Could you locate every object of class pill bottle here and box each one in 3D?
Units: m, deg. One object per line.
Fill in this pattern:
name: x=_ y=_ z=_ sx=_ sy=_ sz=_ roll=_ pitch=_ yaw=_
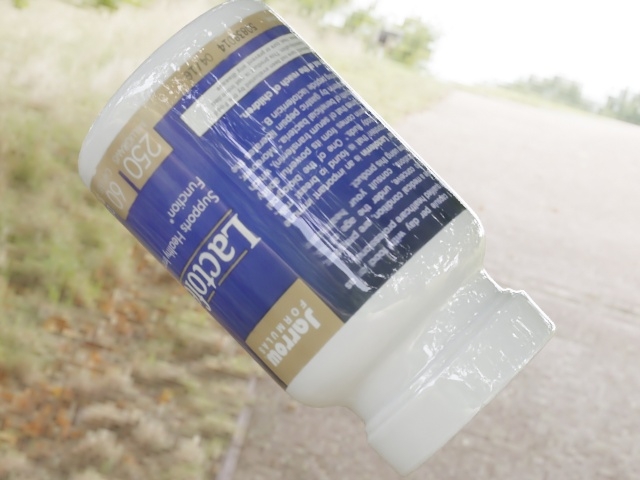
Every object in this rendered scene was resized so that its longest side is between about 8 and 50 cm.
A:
pill bottle: x=0.000 y=0.000 z=0.884 sx=0.264 sy=0.153 sz=0.153 roll=45 pitch=4 yaw=6
